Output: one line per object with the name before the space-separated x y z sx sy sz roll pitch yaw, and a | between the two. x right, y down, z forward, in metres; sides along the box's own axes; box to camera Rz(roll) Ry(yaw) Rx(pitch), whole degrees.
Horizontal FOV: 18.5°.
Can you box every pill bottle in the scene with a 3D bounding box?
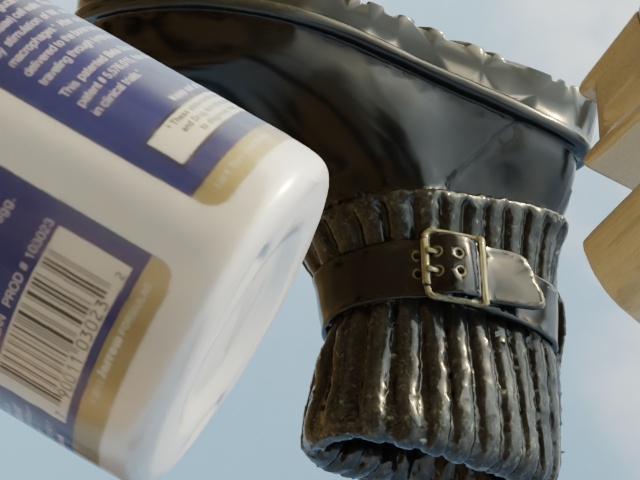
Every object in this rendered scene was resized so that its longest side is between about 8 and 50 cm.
pill bottle | -0.091 -0.020 0.491 0.094 0.169 0.094 -58 172 -13

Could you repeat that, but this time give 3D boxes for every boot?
boot | 0.002 -0.001 1.146 0.131 0.348 0.260 149 -44 -68

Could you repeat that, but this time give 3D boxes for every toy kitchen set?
toy kitchen set | 0.248 -0.025 0.982 0.122 0.207 0.166 -49 -155 39
